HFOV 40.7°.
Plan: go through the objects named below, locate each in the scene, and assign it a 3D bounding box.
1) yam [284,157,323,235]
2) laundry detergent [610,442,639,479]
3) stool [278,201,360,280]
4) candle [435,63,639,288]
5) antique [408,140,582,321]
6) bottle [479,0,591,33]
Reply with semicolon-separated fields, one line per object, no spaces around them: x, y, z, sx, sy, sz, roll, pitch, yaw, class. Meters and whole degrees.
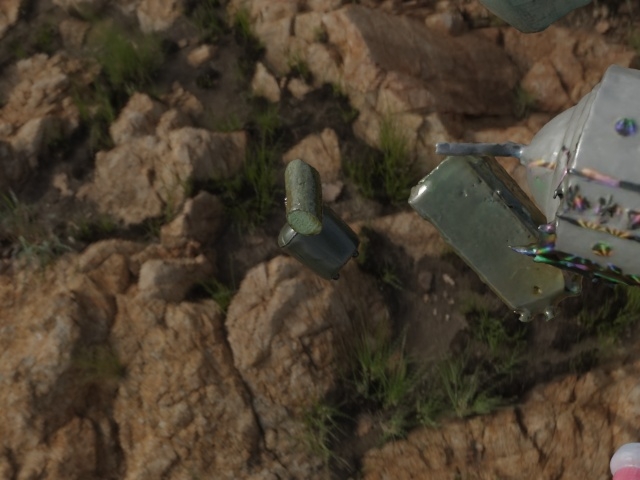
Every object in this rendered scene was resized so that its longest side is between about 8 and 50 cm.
-0.019;-0.048;0.963;0.043;0.043;0.094;-9;47;8;yam
0.379;0.411;1.105;0.159;0.088;0.335;5;42;31;laundry detergent
0.000;0.000;1.278;0.110;0.096;0.096;41;75;-6;stool
0.267;-0.050;0.721;0.330;0.187;0.187;17;68;20;candle
0.274;-0.009;1.301;0.125;0.150;0.284;-43;82;20;antique
0.068;-0.221;0.436;0.083;0.270;0.083;-22;45;24;bottle
